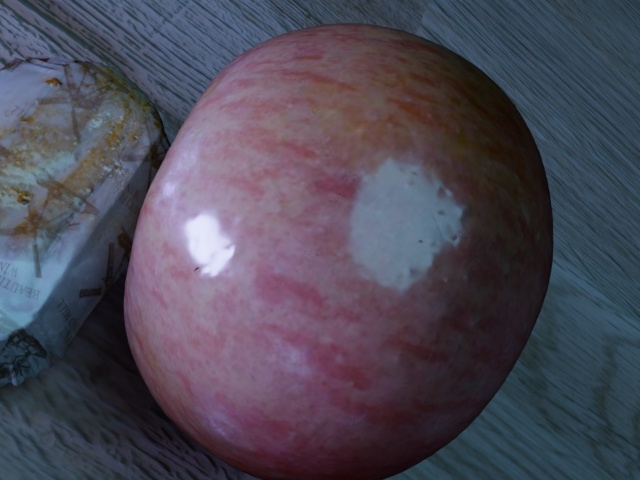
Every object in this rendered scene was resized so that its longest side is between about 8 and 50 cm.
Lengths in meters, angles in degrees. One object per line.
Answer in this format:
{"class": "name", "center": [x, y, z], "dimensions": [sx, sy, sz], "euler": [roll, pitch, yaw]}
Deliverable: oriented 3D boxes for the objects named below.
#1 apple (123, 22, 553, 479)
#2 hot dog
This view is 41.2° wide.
{"class": "apple", "center": [0.000, 0.000, 0.618], "dimensions": [0.269, 0.344, 0.345], "euler": [34, 47, -21]}
{"class": "hot dog", "center": [-0.209, -0.024, 0.624], "dimensions": [0.162, 0.082, 0.270], "euler": [33, 55, -11]}
